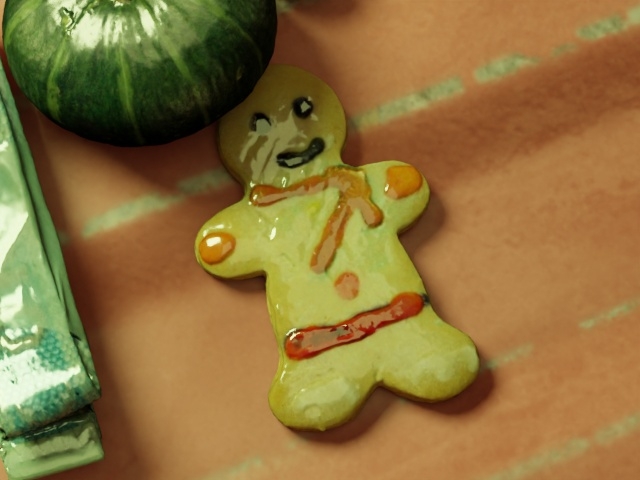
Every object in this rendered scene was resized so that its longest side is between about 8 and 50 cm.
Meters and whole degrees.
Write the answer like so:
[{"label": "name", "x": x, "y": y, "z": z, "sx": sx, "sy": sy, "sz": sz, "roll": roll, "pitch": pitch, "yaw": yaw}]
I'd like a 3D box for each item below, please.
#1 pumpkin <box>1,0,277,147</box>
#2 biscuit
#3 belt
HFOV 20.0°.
[{"label": "pumpkin", "x": -0.110, "y": -0.134, "z": 1.100, "sx": 0.167, "sy": 0.125, "sz": 0.167, "roll": 0, "pitch": 78, "yaw": 2}, {"label": "biscuit", "x": 0.000, "y": 0.000, "z": 1.129, "sx": 0.153, "sy": 0.030, "sz": 0.234, "roll": -15, "pitch": 79, "yaw": -10}, {"label": "belt", "x": -0.196, "y": -0.006, "z": 1.083, "sx": 0.072, "sy": 0.087, "sz": 0.302, "roll": -16, "pitch": 79, "yaw": -12}]
